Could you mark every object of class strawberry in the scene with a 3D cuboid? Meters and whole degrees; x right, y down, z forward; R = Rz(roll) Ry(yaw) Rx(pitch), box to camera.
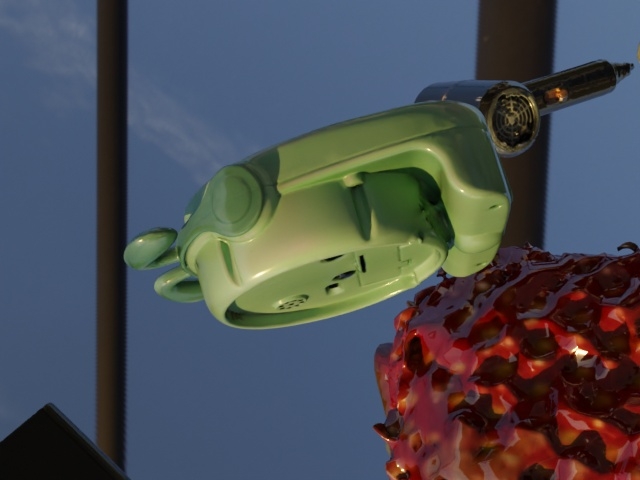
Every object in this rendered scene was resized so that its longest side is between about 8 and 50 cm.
[{"bbox_3d":[0.204,0.104,0.571,0.292,0.343,0.292,28,-134,-33],"label":"strawberry"}]

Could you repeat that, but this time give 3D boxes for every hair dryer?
[{"bbox_3d":[0.321,-0.206,1.362,0.352,0.189,0.107,-20,-75,-21],"label":"hair dryer"}]

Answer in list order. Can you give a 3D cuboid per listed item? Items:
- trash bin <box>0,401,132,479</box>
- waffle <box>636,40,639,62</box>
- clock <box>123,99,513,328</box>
[{"bbox_3d":[-0.234,0.288,0.906,0.225,0.115,0.165,45,-115,7],"label":"trash bin"},{"bbox_3d":[0.339,-0.064,0.552,0.317,0.297,0.073,19,-77,3],"label":"waffle"},{"bbox_3d":[0.000,-0.001,0.495,0.188,0.148,0.060,-16,-107,3],"label":"clock"}]
